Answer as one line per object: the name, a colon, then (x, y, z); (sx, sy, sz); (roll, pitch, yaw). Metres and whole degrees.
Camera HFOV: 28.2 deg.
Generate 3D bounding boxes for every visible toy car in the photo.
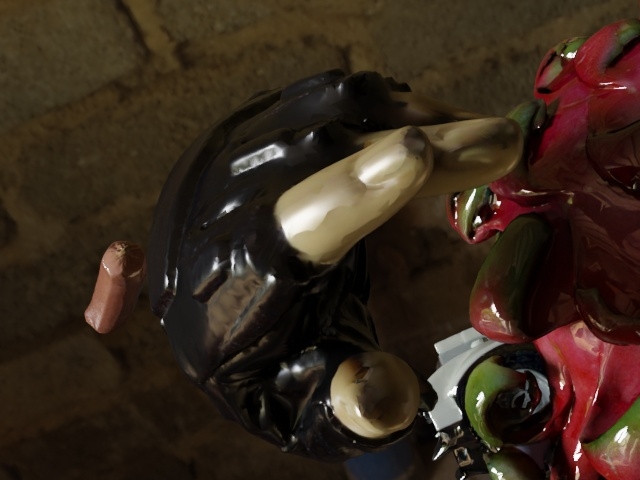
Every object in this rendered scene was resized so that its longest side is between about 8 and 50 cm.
toy car: (0.210, 0.067, 0.839); (0.301, 0.193, 0.118); (-29, 73, 7)

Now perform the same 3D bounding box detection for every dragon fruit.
dragon fruit: (0.165, 0.010, 0.606); (0.218, 0.198, 0.272); (11, 63, 6)

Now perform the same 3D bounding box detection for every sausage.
sausage: (-0.150, 0.036, 0.934); (0.030, 0.147, 0.035); (-27, 79, -23)

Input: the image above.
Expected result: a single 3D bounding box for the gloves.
gloves: (0.000, 0.000, 0.452); (0.124, 0.203, 0.164); (-6, 67, -9)
